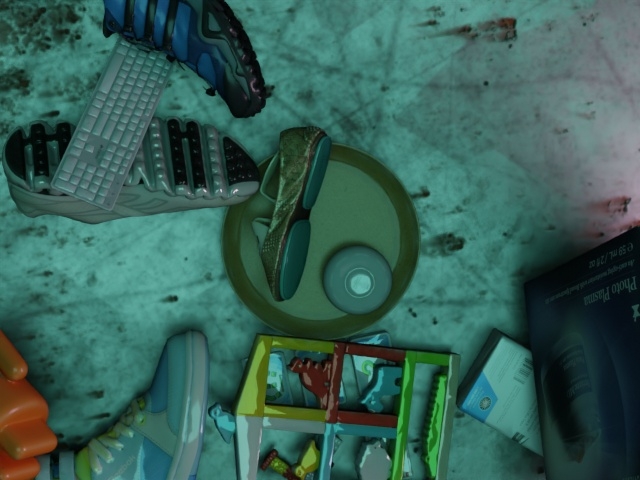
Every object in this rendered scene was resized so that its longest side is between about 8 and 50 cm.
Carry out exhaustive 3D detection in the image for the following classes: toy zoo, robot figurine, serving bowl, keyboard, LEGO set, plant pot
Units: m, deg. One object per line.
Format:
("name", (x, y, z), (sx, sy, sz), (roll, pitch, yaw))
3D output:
("toy zoo", (0.013, 0.213, 1.923), (0.293, 0.030, 0.192), (7, 90, -14))
("robot figurine", (-0.400, 0.184, 1.860), (0.128, 0.158, 0.219), (-36, 67, -27))
("serving bowl", (0.045, 0.048, 1.915), (0.083, 0.027, 0.083), (-1, 97, -5))
("keyboard", (-0.227, -0.144, 1.838), (0.072, 0.014, 0.256), (26, 55, -10))
("LEGO set", (0.016, 0.245, 1.953), (0.182, 0.060, 0.244), (-10, 96, -1))
("plant pot", (0.000, 0.000, 1.937), (0.236, 0.032, 0.236), (0, 97, -4))

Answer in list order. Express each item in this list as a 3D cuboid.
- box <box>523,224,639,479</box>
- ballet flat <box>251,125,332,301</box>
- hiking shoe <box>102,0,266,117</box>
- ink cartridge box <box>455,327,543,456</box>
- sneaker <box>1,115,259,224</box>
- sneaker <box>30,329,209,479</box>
("box", (0.372, 0.155, 1.796), (0.183, 0.296, 0.294), (-1, 76, -18))
("ballet flat", (-0.041, -0.034, 1.890), (0.067, 0.073, 0.206), (16, 92, 22))
("hiking shoe", (-0.178, -0.253, 1.868), (0.132, 0.113, 0.304), (-35, 88, 8))
("ink cartridge box", (0.263, 0.197, 1.963), (0.180, 0.060, 0.104), (30, 93, -7))
("sneaker", (-0.217, -0.072, 1.879), (0.292, 0.118, 0.110), (2, 55, -9))
("sneaker", (-0.246, 0.246, 1.899), (0.208, 0.127, 0.319), (12, 94, -7))
